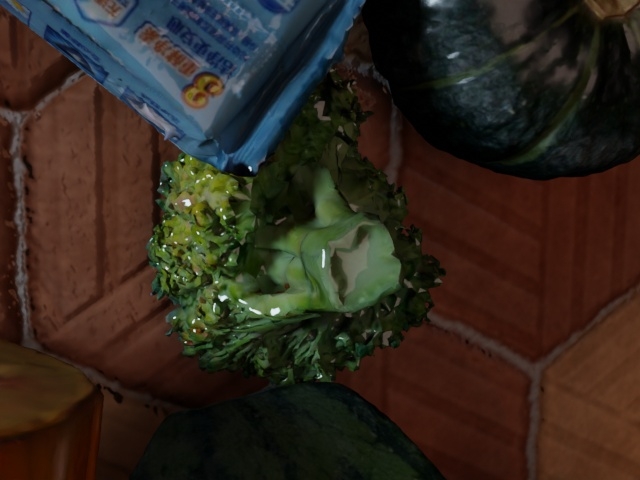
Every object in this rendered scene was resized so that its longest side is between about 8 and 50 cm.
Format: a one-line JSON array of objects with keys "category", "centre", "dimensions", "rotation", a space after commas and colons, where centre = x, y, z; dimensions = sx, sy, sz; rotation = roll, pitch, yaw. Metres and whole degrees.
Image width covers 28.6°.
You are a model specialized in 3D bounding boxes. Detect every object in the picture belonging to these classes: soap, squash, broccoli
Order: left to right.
[{"category": "soap", "centre": [-0.113, -0.176, 0.682], "dimensions": [0.293, 0.077, 0.156], "rotation": [41, 77, -11]}, {"category": "broccoli", "centre": [0.000, 0.000, 0.742], "dimensions": [0.194, 0.194, 0.220], "rotation": [-3, 96, -26]}, {"category": "squash", "centre": [0.144, -0.161, 0.796], "dimensions": [0.252, 0.165, 0.252], "rotation": [-4, 100, -22]}]

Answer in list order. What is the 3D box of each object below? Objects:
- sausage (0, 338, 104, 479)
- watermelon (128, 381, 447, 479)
[{"category": "sausage", "centre": [-0.242, 0.205, 0.642], "dimensions": [0.233, 0.233, 0.287], "rotation": [2, 98, -27]}, {"category": "watermelon", "centre": [-0.050, 0.246, 0.726], "dimensions": [0.250, 0.292, 0.283], "rotation": [3, 56, -31]}]
